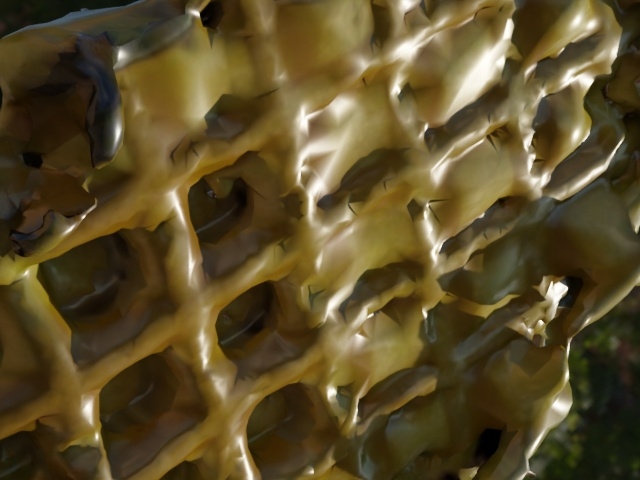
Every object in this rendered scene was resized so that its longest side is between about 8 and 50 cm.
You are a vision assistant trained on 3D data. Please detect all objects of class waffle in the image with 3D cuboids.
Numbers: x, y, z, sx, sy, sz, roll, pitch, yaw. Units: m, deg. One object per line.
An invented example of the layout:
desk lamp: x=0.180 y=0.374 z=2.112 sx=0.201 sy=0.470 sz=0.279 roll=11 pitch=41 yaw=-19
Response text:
waffle: x=0.002 y=0.002 z=0.484 sx=0.262 sy=0.280 sz=0.060 roll=16 pitch=16 yaw=-42
